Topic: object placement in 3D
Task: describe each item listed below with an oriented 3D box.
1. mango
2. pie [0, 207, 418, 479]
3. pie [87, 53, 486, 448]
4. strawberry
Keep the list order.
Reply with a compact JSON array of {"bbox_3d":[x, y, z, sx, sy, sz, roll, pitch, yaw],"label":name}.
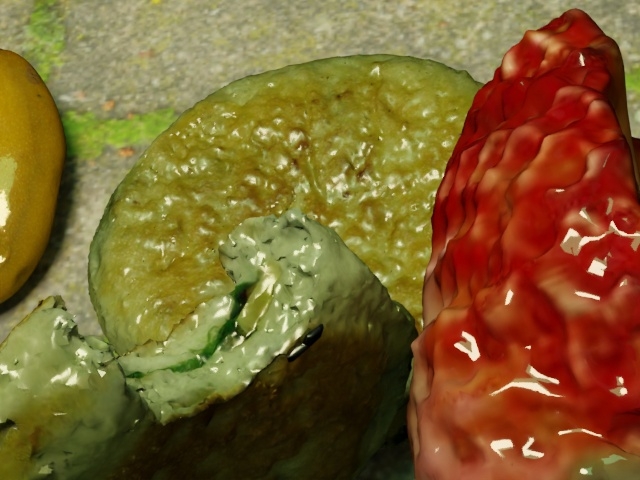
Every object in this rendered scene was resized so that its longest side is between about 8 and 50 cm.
[{"bbox_3d":[-0.208,-0.045,1.033,0.098,0.075,0.190,-18,56,19],"label":"mango"},{"bbox_3d":[-0.075,0.116,0.760,0.302,0.302,0.067,-38,61,-14],"label":"pie"},{"bbox_3d":[0.000,0.000,0.960,0.277,0.078,0.277,-4,51,5],"label":"pie"},{"bbox_3d":[0.114,0.045,0.794,0.149,0.265,0.336,-19,48,17],"label":"strawberry"}]
